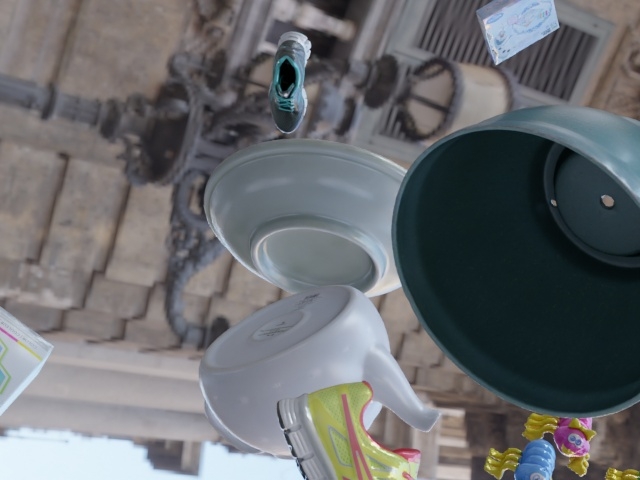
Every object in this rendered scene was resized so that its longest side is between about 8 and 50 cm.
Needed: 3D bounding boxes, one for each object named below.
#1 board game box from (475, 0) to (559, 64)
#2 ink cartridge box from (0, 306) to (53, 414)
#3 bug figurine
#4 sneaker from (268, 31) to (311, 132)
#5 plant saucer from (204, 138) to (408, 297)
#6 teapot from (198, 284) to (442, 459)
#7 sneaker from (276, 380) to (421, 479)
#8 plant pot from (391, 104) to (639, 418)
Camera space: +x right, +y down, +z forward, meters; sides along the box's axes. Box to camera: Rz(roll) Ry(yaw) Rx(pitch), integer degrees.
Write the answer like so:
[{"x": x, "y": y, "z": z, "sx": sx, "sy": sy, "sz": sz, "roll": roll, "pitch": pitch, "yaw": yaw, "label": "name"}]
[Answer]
[{"x": 0.234, "y": -0.262, "z": 1.372, "sx": 0.090, "sy": 0.090, "sz": 0.020, "roll": -31, "pitch": -123, "yaw": 1, "label": "board game box"}, {"x": -0.415, "y": 0.167, "z": 1.344, "sx": 0.062, "sy": 0.109, "sz": 0.209, "roll": -52, "pitch": -178, "yaw": 38, "label": "ink cartridge box"}, {"x": 0.320, "y": 0.277, "z": 1.283, "sx": 0.072, "sy": 0.279, "sz": 0.216, "roll": -55, "pitch": -178, "yaw": 28, "label": "bug figurine"}, {"x": -0.054, "y": -0.234, "z": 1.784, "sx": 0.076, "sy": 0.065, "sz": 0.166, "roll": -73, "pitch": 168, "yaw": -55, "label": "sneaker"}, {"x": 0.000, "y": 0.000, "z": 1.855, "sx": 0.400, "sy": 0.400, "sz": 0.100, "roll": -32, "pitch": -144, "yaw": 46, "label": "plant saucer"}, {"x": -0.018, "y": 0.185, "z": 1.427, "sx": 0.187, "sy": 0.252, "sz": 0.256, "roll": 65, "pitch": -7, "yaw": -15, "label": "teapot"}, {"x": 0.046, "y": 0.205, "z": 0.915, "sx": 0.208, "sy": 0.094, "sz": 0.081, "roll": 64, "pitch": -7, "yaw": 5, "label": "sneaker"}, {"x": 0.243, "y": -0.008, "z": 1.103, "sx": 0.293, "sy": 0.196, "sz": 0.293, "roll": 23, "pitch": -50, "yaw": 31, "label": "plant pot"}]
